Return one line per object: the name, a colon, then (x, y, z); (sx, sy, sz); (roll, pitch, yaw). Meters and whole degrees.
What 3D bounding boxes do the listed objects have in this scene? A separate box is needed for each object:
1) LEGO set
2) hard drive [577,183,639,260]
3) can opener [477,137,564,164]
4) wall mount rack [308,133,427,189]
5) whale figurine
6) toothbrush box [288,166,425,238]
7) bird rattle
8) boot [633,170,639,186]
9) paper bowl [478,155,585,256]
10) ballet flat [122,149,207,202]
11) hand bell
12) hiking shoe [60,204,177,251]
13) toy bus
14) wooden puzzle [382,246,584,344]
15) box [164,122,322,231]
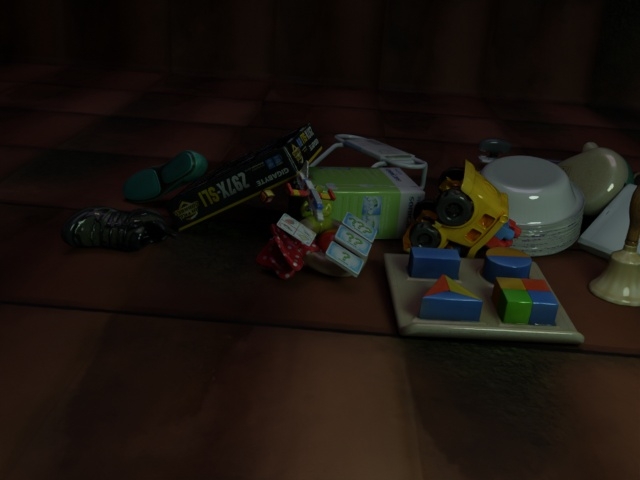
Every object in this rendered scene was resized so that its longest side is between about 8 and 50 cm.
LEGO set: (0.002, -0.054, 1.499); (0.244, 0.060, 0.182); (33, 35, -2)
hard drive: (0.754, -0.007, 1.661); (0.203, 0.040, 0.307); (-45, 38, -12)
can opener: (0.635, -0.261, 2.367); (0.283, 0.095, 0.076); (7, 22, 9)
wall mount rack: (0.112, -0.195, 2.073); (0.304, 0.131, 0.350); (-6, 23, -33)
whale figurine: (0.668, -0.141, 1.925); (0.141, 0.216, 0.272); (25, -8, -32)
toothbrush box: (0.078, -0.092, 1.788); (0.283, 0.122, 0.206); (-2, 22, -12)
bird rattle: (0.000, 0.000, 1.545); (0.206, 0.143, 0.253); (23, 26, 3)
boot: (0.912, -0.119, 2.103); (0.137, 0.077, 0.198); (20, 39, 26)
paper bowl: (0.468, -0.096, 1.766); (0.284, 0.148, 0.284); (-2, 34, 1)
ballet flat: (-0.369, -0.148, 1.839); (0.247, 0.083, 0.087); (-21, -13, 30)
hand bell: (0.618, -0.005, 1.494); (0.126, 0.242, 0.126); (4, 22, -2)
hiking shoe: (-0.416, -0.023, 1.567); (0.226, 0.086, 0.114); (-9, 21, -33)
toy bus: (0.314, -0.030, 1.632); (0.211, 0.220, 0.149); (34, 31, -9)
wooden puzzle: (0.292, 0.084, 1.429); (0.321, 0.081, 0.348); (3, 21, -3)
box: (-0.172, -0.150, 1.749); (0.321, 0.079, 0.257); (-23, 12, 18)
